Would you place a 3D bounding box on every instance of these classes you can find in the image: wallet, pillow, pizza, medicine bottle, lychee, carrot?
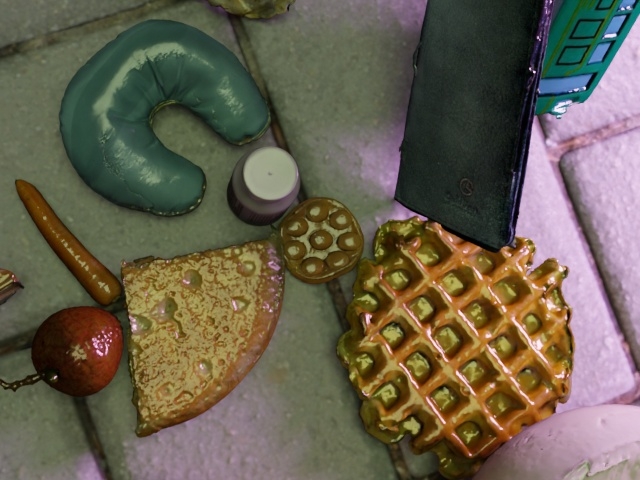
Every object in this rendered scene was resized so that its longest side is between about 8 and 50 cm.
[{"bbox_3d":[0.171,-0.187,1.125,0.046,0.191,0.379,-12,119,-35],"label":"wallet"},{"bbox_3d":[-0.192,-0.146,1.196,0.214,0.086,0.233,40,80,-7],"label":"pillow"},{"bbox_3d":[-0.156,0.090,1.179,0.197,0.058,0.292,33,77,-5],"label":"pizza"},{"bbox_3d":[-0.066,-0.065,1.173,0.079,0.140,0.079,1,82,-9],"label":"medicine bottle"},{"bbox_3d":[-0.284,0.132,1.131,0.114,0.101,0.140,26,69,31],"label":"lychee"},{"bbox_3d":[-0.301,0.000,1.180,0.037,0.037,0.190,-40,88,-12],"label":"carrot"}]

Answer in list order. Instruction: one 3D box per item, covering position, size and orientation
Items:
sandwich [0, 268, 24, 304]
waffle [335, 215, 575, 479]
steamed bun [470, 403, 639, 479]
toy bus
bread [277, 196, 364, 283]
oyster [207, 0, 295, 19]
[{"bbox_3d":[-0.429,0.015,1.136,0.113,0.079,0.163,-33,87,-14],"label":"sandwich"},{"bbox_3d":[0.168,0.125,1.222,0.302,0.068,0.325,8,77,-9],"label":"waffle"},{"bbox_3d":[0.306,0.361,1.118,0.374,0.241,0.374,-1,94,-12],"label":"steamed bun"},{"bbox_3d":[0.275,-0.305,1.168,0.199,0.343,0.183,-3,50,-23],"label":"toy bus"},{"bbox_3d":[0.000,0.000,1.234,0.110,0.024,0.110,2,80,-9],"label":"bread"},{"bbox_3d":[-0.162,-0.370,1.240,0.294,0.094,0.166,41,96,-12],"label":"oyster"}]
